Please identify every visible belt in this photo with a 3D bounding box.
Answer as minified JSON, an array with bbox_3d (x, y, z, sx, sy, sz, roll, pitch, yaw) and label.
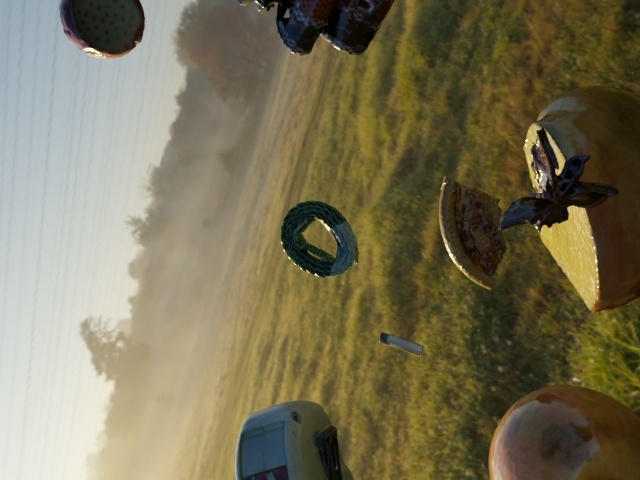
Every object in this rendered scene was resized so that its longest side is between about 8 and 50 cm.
[{"bbox_3d":[-0.031,-0.308,0.588,0.094,0.126,0.360,-58,37,38],"label":"belt"},{"bbox_3d":[0.000,0.000,1.068,0.121,0.151,0.079,-45,-2,-1],"label":"belt"}]

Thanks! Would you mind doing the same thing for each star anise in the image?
[{"bbox_3d":[0.306,-0.073,0.853,0.141,0.158,0.144,-62,19,15],"label":"star anise"}]

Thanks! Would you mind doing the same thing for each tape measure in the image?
[{"bbox_3d":[-0.027,0.364,0.908,0.243,0.125,0.246,11,-120,-76],"label":"tape measure"}]

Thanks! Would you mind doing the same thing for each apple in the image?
[{"bbox_3d":[0.458,-0.081,0.994,0.314,0.252,0.309,-46,-44,-31],"label":"apple"},{"bbox_3d":[0.547,0.486,1.286,0.364,0.363,0.364,-165,90,-79],"label":"apple"}]

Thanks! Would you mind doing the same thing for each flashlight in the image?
[{"bbox_3d":[0.153,0.196,1.151,0.018,0.083,0.018,90,-157,-47],"label":"flashlight"}]

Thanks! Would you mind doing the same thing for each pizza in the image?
[{"bbox_3d":[0.443,-0.025,1.747,0.074,0.182,0.366,-69,-38,-71],"label":"pizza"}]

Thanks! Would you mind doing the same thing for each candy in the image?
[{"bbox_3d":[-0.274,-0.282,0.766,0.043,0.103,0.103,16,91,54],"label":"candy"}]
